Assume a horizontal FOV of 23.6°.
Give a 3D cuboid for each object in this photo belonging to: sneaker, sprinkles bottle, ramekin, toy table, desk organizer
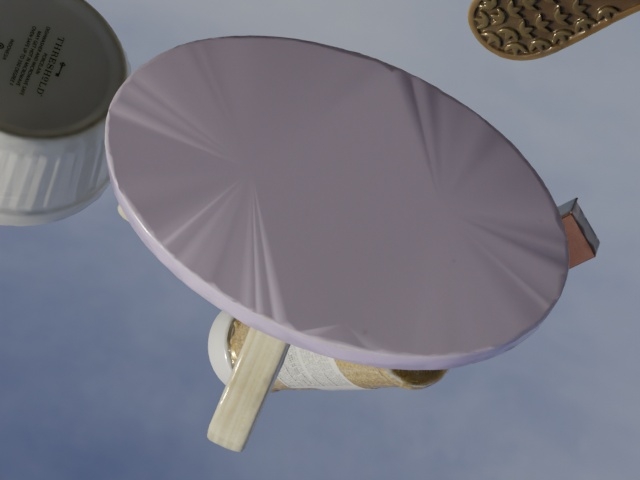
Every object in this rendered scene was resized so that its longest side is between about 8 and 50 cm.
[{"bbox_3d":[0.162,-0.148,0.718,0.064,0.192,0.086,57,-146,-32],"label":"sneaker"},{"bbox_3d":[0.006,0.117,1.786,0.121,0.121,0.355,2,174,-34],"label":"sprinkles bottle"},{"bbox_3d":[-0.325,-0.162,1.629,0.273,0.127,0.272,12,-124,-19],"label":"ramekin"},{"bbox_3d":[0.000,0.000,0.936,0.274,0.161,0.252,34,-110,6],"label":"toy table"},{"bbox_3d":[0.198,0.014,1.465,0.050,0.130,0.047,59,-157,-8],"label":"desk organizer"}]
